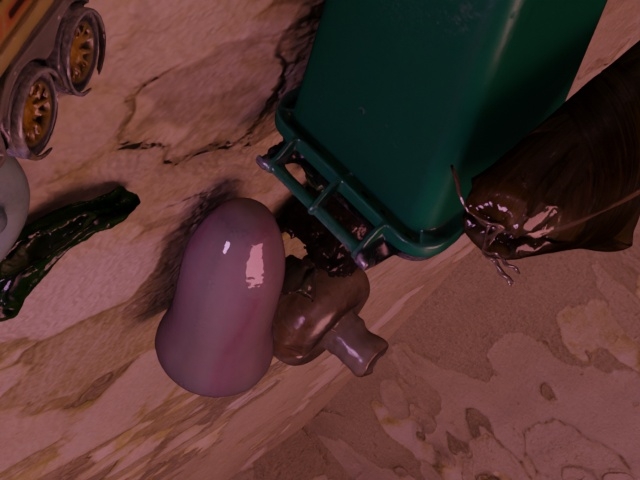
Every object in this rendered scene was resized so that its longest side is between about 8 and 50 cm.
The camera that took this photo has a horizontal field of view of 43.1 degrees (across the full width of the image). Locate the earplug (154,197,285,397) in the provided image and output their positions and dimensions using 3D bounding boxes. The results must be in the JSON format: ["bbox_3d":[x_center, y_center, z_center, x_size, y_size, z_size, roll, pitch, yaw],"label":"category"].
[{"bbox_3d":[-0.121,0.058,1.057,0.172,0.172,0.301,-32,156,-33],"label":"earplug"}]

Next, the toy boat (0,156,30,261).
[{"bbox_3d":[-0.292,0.009,0.616,0.208,0.079,0.134,-47,162,25],"label":"toy boat"}]

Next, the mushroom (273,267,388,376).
[{"bbox_3d":[0.021,0.166,1.554,0.243,0.243,0.243,-38,165,-12],"label":"mushroom"}]

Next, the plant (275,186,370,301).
[{"bbox_3d":[0.000,0.000,1.212,0.203,0.131,0.142,-52,166,0],"label":"plant"}]

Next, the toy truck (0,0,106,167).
[{"bbox_3d":[-0.196,-0.079,0.337,0.157,0.124,0.272,93,11,-50],"label":"toy truck"}]

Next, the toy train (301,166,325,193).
[{"bbox_3d":[0.046,-0.121,1.099,0.170,0.071,0.111,-28,167,-23],"label":"toy train"}]

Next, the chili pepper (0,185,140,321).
[{"bbox_3d":[-0.246,0.001,0.762,0.182,0.050,0.073,-39,158,-20],"label":"chili pepper"}]

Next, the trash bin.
[{"bbox_3d":[0.112,-0.186,0.786,0.295,0.259,0.381,-34,157,-26],"label":"trash bin"}]

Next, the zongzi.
[{"bbox_3d":[0.224,-0.099,0.706,0.247,0.111,0.241,-7,117,-47],"label":"zongzi"}]
